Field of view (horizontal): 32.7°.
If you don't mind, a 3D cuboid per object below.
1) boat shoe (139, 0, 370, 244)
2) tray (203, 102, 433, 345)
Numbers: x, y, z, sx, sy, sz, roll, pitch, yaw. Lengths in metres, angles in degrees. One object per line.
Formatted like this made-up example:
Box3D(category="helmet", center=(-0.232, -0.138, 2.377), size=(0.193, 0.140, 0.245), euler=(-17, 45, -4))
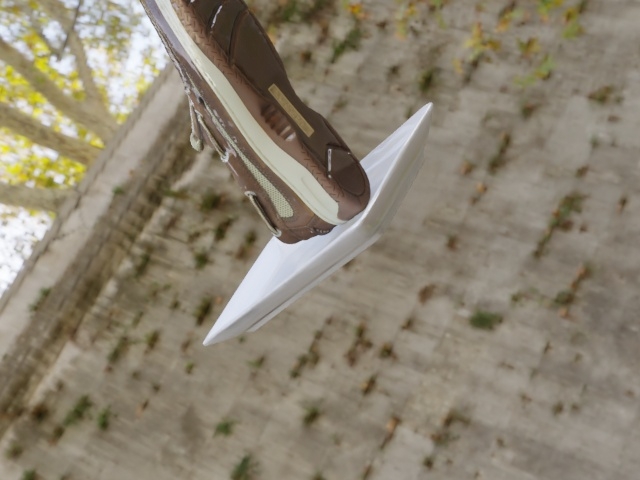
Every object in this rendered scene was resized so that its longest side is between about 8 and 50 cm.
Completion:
Box3D(category="boat shoe", center=(-0.074, -0.105, 0.853), size=(0.095, 0.257, 0.095), euler=(-34, 3, 31))
Box3D(category="tray", center=(0.000, 0.000, 0.901), size=(0.270, 0.030, 0.145), euler=(-38, 16, 50))
